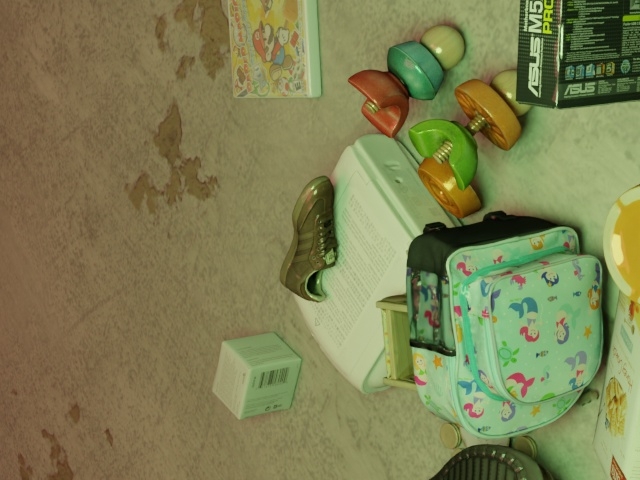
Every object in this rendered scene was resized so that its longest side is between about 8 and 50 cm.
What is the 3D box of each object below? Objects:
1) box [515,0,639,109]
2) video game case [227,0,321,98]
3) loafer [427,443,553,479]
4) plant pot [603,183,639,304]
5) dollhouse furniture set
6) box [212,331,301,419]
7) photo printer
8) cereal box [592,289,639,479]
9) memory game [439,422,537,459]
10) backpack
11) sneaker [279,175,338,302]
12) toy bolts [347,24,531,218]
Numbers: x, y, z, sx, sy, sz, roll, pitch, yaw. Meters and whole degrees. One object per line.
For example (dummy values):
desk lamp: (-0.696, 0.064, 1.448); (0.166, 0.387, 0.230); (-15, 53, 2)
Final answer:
box: (0.321, -0.255, 1.586); (0.060, 0.270, 0.216); (15, 110, 50)
video game case: (-0.074, -0.329, 2.300); (0.206, 0.026, 0.227); (7, 103, 53)
loafer: (0.206, 0.362, 2.001); (0.366, 0.130, 0.133); (-36, 43, 56)
plant pot: (0.406, -0.003, 1.592); (0.205, 0.188, 0.205); (15, 109, 51)
dollhouse furniture set: (0.157, 0.085, 1.957); (0.101, 0.161, 0.181); (6, 105, 48)
box: (-0.101, 0.212, 2.384); (0.087, 0.101, 0.102); (42, 128, 41)
photo printer: (0.072, 0.045, 2.114); (0.256, 0.107, 0.307); (57, 137, 30)
cereal box: (0.362, 0.167, 1.732); (0.173, 0.047, 0.240); (-93, 8, -72)
memory game: (0.222, 0.252, 2.038); (0.186, 0.012, 0.186); (16, 110, 51)
backpack: (0.224, 0.111, 1.832); (0.191, 0.225, 0.253); (25, 120, 54)
sneaker: (0.000, 0.000, 2.073); (0.071, 0.066, 0.188); (35, 131, 26)
toy bolts: (0.172, -0.167, 1.960); (0.228, 0.158, 0.218); (45, 171, 26)
